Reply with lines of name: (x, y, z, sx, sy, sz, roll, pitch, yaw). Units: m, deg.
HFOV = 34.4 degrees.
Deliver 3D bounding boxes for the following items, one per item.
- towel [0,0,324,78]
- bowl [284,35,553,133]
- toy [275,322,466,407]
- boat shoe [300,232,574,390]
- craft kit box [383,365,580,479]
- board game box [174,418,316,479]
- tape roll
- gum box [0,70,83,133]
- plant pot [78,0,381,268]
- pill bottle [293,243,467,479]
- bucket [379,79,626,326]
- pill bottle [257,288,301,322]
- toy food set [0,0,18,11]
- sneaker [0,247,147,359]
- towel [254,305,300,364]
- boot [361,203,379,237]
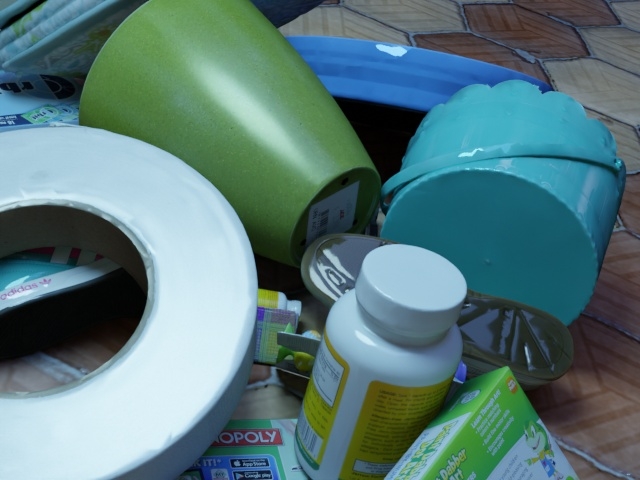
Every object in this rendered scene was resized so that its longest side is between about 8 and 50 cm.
towel: (-0.202, -0.304, 1.337, 0.321, 0.375, 0.090, -7, 79, -56)
bowl: (0.117, -0.198, 1.415, 0.391, 0.077, 0.391, 10, 2, 0)
toy: (0.075, 0.122, 1.021, 0.237, 0.137, 0.056, 13, 68, 2)
boat shoe: (0.116, 0.087, 1.113, 0.302, 0.098, 0.109, 21, 61, -2)
craft kit box: (0.142, 0.262, 0.793, 0.250, 0.061, 0.246, -37, 99, -49)
board game box: (0.001, 0.244, 0.897, 0.317, 0.046, 0.213, 2, 34, -18)
tape roll: (-0.247, 0.061, 0.911, 0.392, 0.072, 0.392, 2, 52, -3)
gum box: (-0.397, -0.187, 1.382, 0.157, 0.041, 0.184, -10, 41, -34)
plant pot: (-0.080, -0.103, 1.185, 0.275, 0.274, 0.293, -20, 50, -41)
pill bottle: (0.053, 0.111, 0.881, 0.118, 0.208, 0.117, 10, 33, -7)
bucket: (0.203, -0.026, 1.184, 0.281, 0.281, 0.183, 19, 38, 6)
pill bottle: (-0.065, 0.074, 1.123, 0.083, 0.043, 0.043, 9, 34, -7)
toy food set: (-0.389, -0.349, 1.462, 0.306, 0.219, 0.092, -11, 42, -33)
sneaker: (-0.252, 0.006, 1.090, 0.296, 0.123, 0.178, -15, 53, -36)
towel: (-0.065, 0.099, 1.089, 0.083, 0.009, 0.060, 8, 76, -9)
boot: (0.000, 0.000, 1.250, 0.137, 0.076, 0.198, 4, 27, 1)
